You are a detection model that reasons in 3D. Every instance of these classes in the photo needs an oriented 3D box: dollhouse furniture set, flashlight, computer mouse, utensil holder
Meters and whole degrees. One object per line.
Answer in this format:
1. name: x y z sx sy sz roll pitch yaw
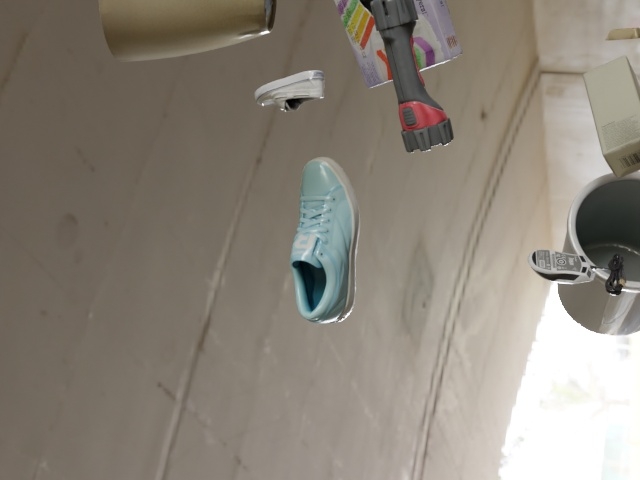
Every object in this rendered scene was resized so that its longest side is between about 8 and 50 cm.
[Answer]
1. dollhouse furniture set: 0.611 -0.365 1.758 0.091 0.114 0.081 -22 -69 -48
2. flashlight: 0.180 -0.329 1.809 0.103 0.103 0.304 -126 21 -78
3. computer mouse: 0.501 0.059 1.817 0.106 0.193 0.042 -77 -6 -47
4. utensil holder: 0.797 0.051 2.451 0.385 0.328 0.327 77 -155 -63

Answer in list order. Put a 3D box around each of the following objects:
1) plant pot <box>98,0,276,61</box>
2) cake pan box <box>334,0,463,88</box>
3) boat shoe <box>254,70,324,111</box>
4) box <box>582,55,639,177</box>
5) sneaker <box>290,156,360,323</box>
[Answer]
1. plant pot: -0.223 -0.442 1.654 0.256 0.274 0.256 4 -90 -83
2. cake pan box: 0.169 -0.506 2.097 0.070 0.246 0.267 -35 -72 -49
3. boat shoe: -0.088 -0.390 2.503 0.095 0.258 0.084 -4 -95 -38
4. box: 0.678 -0.281 2.083 0.094 0.113 0.275 44 -144 -38
5. sneaker: 0.000 0.000 1.979 0.150 0.135 0.366 -4 -93 -63
